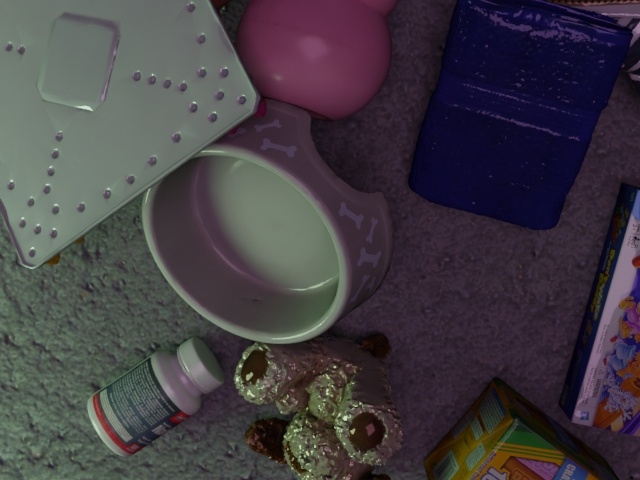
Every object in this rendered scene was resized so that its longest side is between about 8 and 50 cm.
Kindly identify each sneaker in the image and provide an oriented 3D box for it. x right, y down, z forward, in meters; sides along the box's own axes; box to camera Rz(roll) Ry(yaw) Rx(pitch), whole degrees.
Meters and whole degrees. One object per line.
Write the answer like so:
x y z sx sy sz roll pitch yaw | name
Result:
0.395 -0.264 1.332 0.282 0.099 0.153 4 119 13 | sneaker

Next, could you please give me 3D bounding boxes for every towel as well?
0.259 -0.175 1.320 0.227 0.076 0.308 16 121 4 | towel

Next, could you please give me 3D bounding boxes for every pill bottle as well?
-0.234 0.221 1.410 0.180 0.108 0.108 -34 99 6 | pill bottle

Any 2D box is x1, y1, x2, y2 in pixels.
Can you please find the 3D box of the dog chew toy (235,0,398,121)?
0.015 -0.329 1.273 0.206 0.206 0.332 17 92 -3 | dog chew toy

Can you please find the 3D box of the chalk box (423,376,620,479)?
0.322 0.370 1.405 0.289 0.180 0.179 36 98 -7 | chalk box

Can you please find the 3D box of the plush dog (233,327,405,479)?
0.016 0.260 1.406 0.262 0.210 0.225 25 116 23 | plush dog

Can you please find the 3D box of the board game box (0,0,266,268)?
-0.294 -0.221 1.241 0.390 0.050 0.390 -33 73 20 | board game box

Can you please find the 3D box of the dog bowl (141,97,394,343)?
-0.082 -0.012 1.292 0.348 0.102 0.349 14 127 20 | dog bowl

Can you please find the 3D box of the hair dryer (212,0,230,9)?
-0.225 -0.388 1.315 0.293 0.080 0.224 20 99 -4 | hair dryer

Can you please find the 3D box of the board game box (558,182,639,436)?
0.509 0.113 1.410 0.233 0.078 0.347 12 100 -2 | board game box
